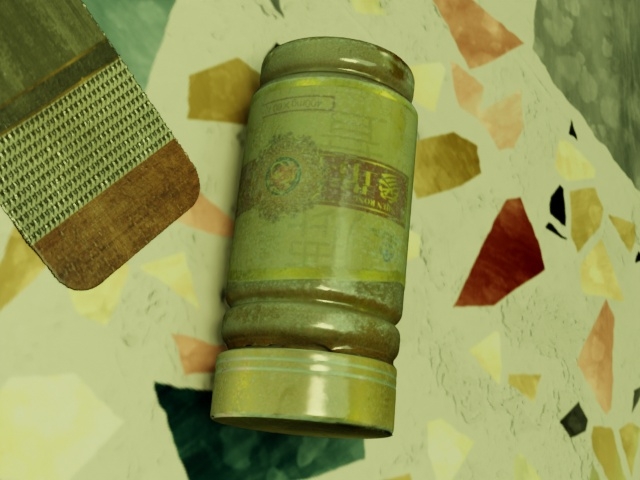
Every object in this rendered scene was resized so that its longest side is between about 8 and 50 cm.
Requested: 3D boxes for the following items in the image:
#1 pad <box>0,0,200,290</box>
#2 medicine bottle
[{"bbox_3d":[-0.241,-0.057,0.758,0.250,0.055,0.323,57,36,-15],"label":"pad"},{"bbox_3d":[0.000,0.000,0.874,0.151,0.151,0.323,17,70,-35],"label":"medicine bottle"}]
